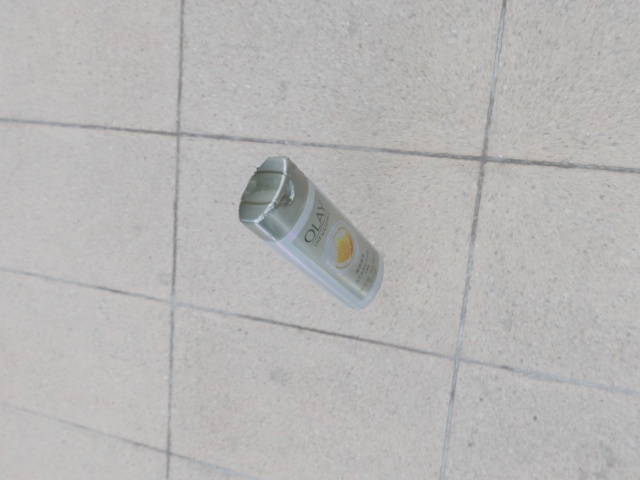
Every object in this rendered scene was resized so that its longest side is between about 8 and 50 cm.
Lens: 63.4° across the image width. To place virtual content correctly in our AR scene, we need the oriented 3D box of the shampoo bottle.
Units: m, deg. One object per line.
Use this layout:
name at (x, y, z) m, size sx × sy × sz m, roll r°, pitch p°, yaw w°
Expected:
shampoo bottle at (0.000, 0.000, 0.601) m, size 0.056 × 0.227 × 0.086 m, roll 4°, pitch 63°, yaw 38°
